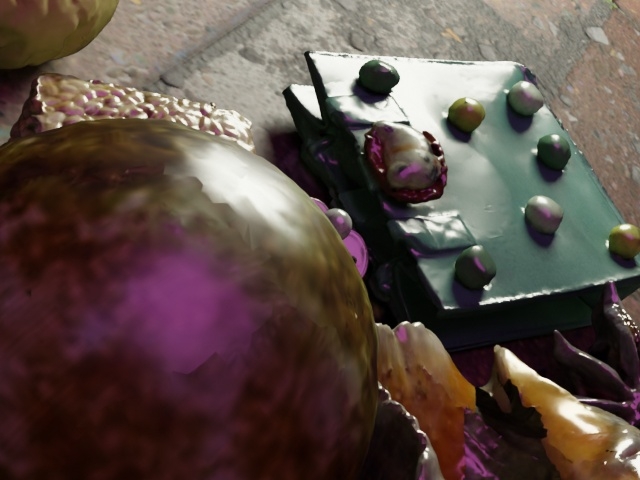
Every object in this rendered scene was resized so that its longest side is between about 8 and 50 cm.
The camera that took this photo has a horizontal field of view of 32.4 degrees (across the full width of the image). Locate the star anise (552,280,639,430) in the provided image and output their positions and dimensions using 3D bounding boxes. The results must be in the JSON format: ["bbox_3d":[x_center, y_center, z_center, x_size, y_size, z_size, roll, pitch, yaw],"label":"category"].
[{"bbox_3d":[0.247,0.130,0.834,0.181,0.061,0.204,-16,71,-19],"label":"star anise"}]

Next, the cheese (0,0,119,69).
[{"bbox_3d":[-0.252,-0.222,0.772,0.214,0.117,0.226,-27,77,-42],"label":"cheese"}]

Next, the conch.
[{"bbox_3d":[0.110,0.184,0.624,0.297,0.210,0.352,33,0,-28],"label":"conch"}]

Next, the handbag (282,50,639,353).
[{"bbox_3d":[0.134,-0.046,0.919,0.274,0.100,0.268,0,55,-39],"label":"handbag"}]

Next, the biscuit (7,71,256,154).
[{"bbox_3d":[-0.125,-0.061,0.755,0.169,0.070,0.082,10,42,-29],"label":"biscuit"}]

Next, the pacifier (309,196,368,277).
[{"bbox_3d":[0.000,0.000,0.802,0.083,0.064,0.068,42,57,2],"label":"pacifier"}]

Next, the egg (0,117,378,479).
[{"bbox_3d":[-0.094,0.056,0.537,0.238,0.238,0.289,27,10,-15],"label":"egg"}]

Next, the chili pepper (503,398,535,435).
[{"bbox_3d":[0.178,0.208,0.773,0.208,0.043,0.049,55,14,10],"label":"chili pepper"}]
